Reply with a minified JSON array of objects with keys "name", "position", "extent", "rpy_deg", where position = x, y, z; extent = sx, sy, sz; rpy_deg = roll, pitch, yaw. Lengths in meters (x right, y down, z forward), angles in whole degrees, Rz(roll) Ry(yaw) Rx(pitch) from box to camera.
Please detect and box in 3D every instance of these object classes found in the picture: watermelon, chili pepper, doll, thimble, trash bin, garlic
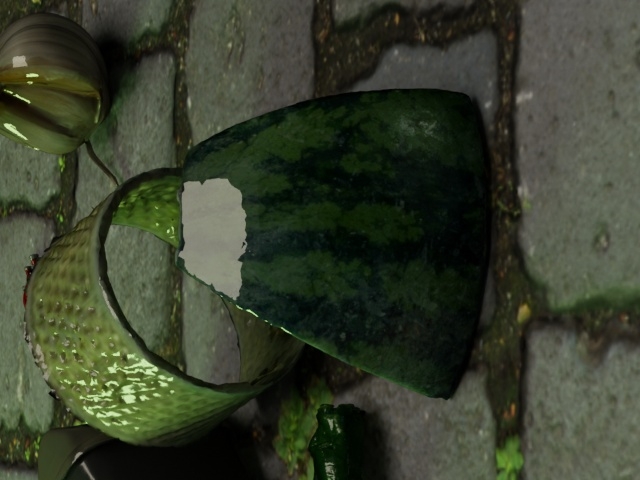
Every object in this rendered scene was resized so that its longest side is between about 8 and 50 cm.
[{"name":"watermelon","position":[0.002,0.024,1.625],"extent":[0.292,0.283,0.250],"rpy_deg":[103,169,-59]},{"name":"chili pepper","position":[0.019,0.270,1.670],"extent":[0.098,0.061,0.224],"rpy_deg":[142,129,-79]},{"name":"doll","position":[-0.375,0.072,2.279],"extent":[0.057,0.039,0.114],"rpy_deg":[-31,50,19]},{"name":"thimble","position":[-0.152,0.068,1.770],"extent":[0.150,0.271,0.270],"rpy_deg":[-38,57,43]},{"name":"trash bin","position":[-0.163,0.305,1.816],"extent":[0.290,0.209,0.182],"rpy_deg":[55,133,35]},{"name":"garlic","position":[-0.349,-0.151,2.128],"extent":[0.207,0.207,0.256],"rpy_deg":[-33,74,49]}]
